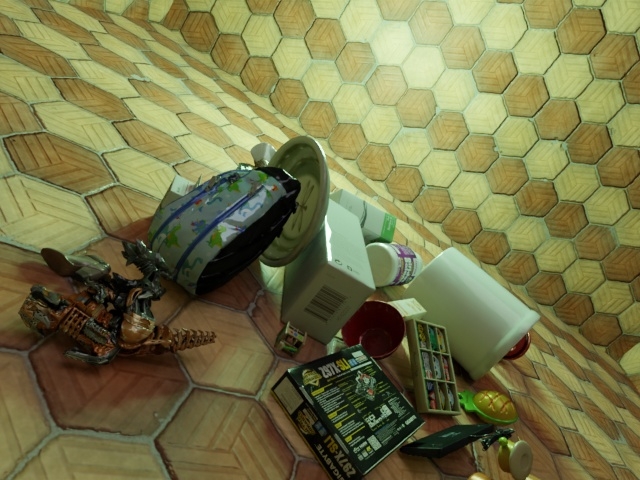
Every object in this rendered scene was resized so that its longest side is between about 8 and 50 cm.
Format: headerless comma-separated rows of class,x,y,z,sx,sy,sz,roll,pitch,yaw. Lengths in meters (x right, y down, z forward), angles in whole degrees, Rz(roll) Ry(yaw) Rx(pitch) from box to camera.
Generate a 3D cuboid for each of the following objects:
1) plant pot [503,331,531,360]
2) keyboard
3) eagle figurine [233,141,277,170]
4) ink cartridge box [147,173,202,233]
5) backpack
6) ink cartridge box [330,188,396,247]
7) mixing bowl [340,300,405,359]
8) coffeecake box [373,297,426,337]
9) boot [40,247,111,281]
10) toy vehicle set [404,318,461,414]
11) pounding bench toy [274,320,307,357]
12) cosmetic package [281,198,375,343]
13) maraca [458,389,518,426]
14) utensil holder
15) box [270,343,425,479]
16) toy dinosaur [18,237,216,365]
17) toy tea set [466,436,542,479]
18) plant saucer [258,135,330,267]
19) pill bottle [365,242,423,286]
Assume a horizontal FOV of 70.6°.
plant pot,0.775,0.404,1.915,0.174,0.191,0.191,37,21,-20
keyboard,0.358,0.498,1.127,0.317,0.201,0.033,9,67,-48
eagle figurine,-0.213,-0.191,1.617,0.225,0.226,0.298,50,11,-24
ink cartridge box,-0.381,-0.099,1.184,0.060,0.180,0.104,27,24,-23
backpack,-0.245,-0.023,1.124,0.273,0.290,0.355,33,48,-8
ink cartridge box,0.132,-0.079,1.849,0.289,0.211,0.122,26,68,-26
mixing bowl,0.156,0.275,1.306,0.181,0.181,0.098,56,-11,39
coffeecake box,0.238,0.262,1.443,0.068,0.142,0.185,47,24,28
boot,-0.494,0.045,0.926,0.118,0.042,0.087,38,16,-1
toy vehicle set,0.334,0.378,1.347,0.166,0.035,0.267,19,55,-37
pounding bench toy,-0.072,0.255,1.116,0.065,0.052,0.083,34,22,-9
cosmetic package,0.013,0.068,1.382,0.161,0.230,0.453,31,24,-17
maraca,0.528,0.524,1.430,0.185,0.099,0.127,13,17,11
utensil holder,0.535,0.258,1.660,0.385,0.327,0.327,46,24,23
box,0.075,0.386,1.047,0.257,0.079,0.322,46,24,25
toy dinosaur,-0.363,0.143,0.845,0.322,0.164,0.218,43,29,-39
toy tea set,0.447,0.622,1.063,0.200,0.124,0.336,-42,109,-31
plant saucer,-0.075,-0.109,1.360,0.100,0.400,0.400,15,30,-35
pill bottle,0.293,0.098,1.815,0.301,0.169,0.169,3,39,-53
